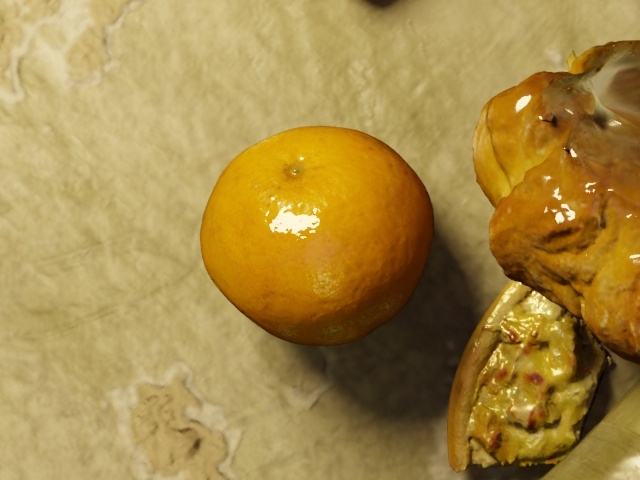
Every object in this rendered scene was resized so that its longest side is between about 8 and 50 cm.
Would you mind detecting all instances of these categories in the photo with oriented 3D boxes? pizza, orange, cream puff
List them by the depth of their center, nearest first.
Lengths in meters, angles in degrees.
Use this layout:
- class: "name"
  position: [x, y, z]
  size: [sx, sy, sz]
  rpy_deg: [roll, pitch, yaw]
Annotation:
- class: "cream puff"
  position: [0.223, -0.031, 1.240]
  size: [0.269, 0.241, 0.155]
  rpy_deg: [19, 139, 21]
- class: "orange"
  position: [0.000, 0.000, 1.313]
  size: [0.159, 0.159, 0.136]
  rpy_deg: [-9, 133, 9]
- class: "pizza"
  position: [0.145, 0.095, 1.347]
  size: [0.099, 0.036, 0.160]
  rpy_deg: [24, 97, 6]

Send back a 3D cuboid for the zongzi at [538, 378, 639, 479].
- class: "zongzi"
  position: [0.244, 0.304, 1.277]
  size: [0.323, 0.160, 0.360]
  rpy_deg: [-42, 95, -4]
